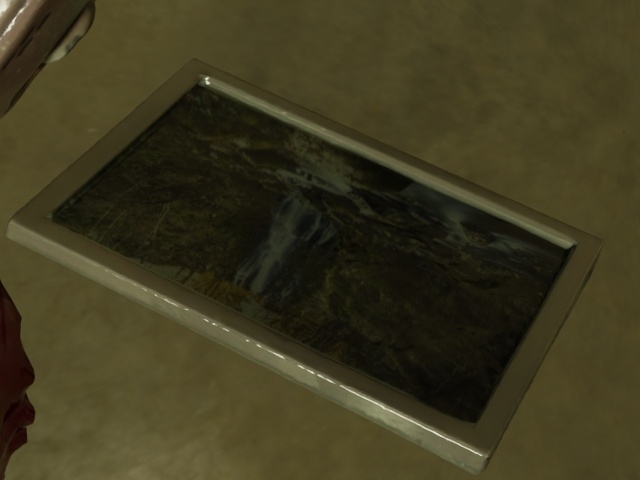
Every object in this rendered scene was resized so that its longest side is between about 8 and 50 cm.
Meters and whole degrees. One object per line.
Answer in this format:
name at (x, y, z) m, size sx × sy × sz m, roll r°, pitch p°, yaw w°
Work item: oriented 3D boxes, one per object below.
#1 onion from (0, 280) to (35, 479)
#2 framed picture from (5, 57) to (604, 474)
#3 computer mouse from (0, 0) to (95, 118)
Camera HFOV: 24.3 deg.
onion at (-0.199, 0.033, 0.398) m, size 0.230 × 0.163 × 0.230 m, roll 18°, pitch 124°, yaw 29°
framed picture at (0.000, 0.000, 0.945) m, size 0.324 × 0.240 × 0.020 m, roll 26°, pitch 131°, yaw 13°
computer mouse at (-0.147, -0.196, 0.854) m, size 0.115 × 0.199 × 0.389 m, roll 18°, pitch 107°, yaw 0°
